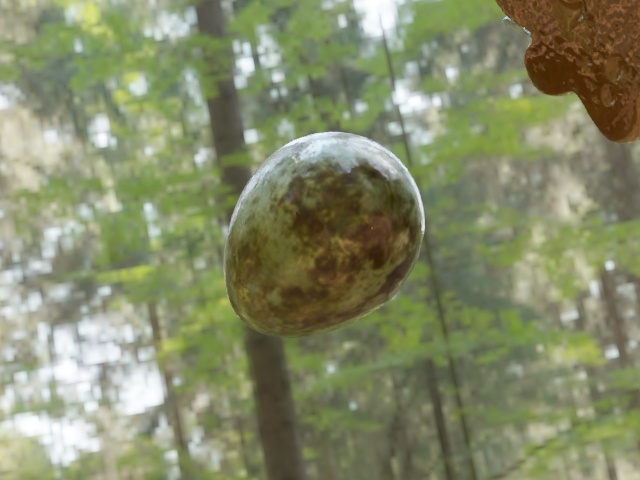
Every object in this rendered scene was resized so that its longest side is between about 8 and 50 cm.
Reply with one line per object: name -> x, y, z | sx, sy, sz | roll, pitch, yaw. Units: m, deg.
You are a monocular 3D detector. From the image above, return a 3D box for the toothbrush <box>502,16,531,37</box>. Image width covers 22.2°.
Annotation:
toothbrush -> 0.376, -0.286, 2.504 | 0.019, 0.219, 0.016 | -50, -12, -44

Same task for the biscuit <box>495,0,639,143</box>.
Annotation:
biscuit -> 0.313, -0.292, 1.944 | 0.052, 0.355, 0.275 | -22, -21, -35

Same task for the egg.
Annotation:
egg -> 0.000, 0.000, 2.084 | 0.289, 0.238, 0.238 | -54, -28, 12
